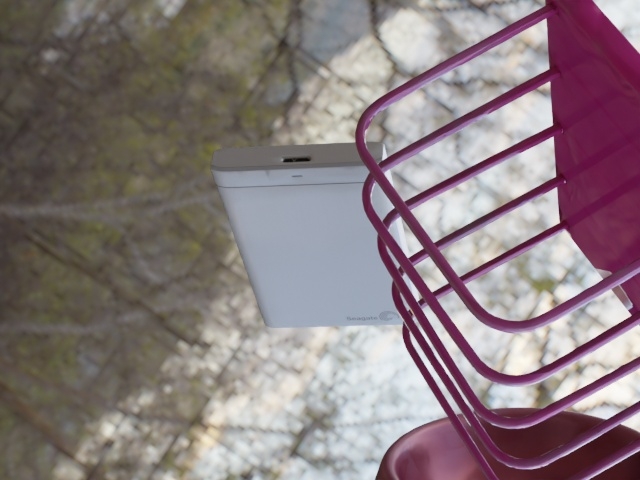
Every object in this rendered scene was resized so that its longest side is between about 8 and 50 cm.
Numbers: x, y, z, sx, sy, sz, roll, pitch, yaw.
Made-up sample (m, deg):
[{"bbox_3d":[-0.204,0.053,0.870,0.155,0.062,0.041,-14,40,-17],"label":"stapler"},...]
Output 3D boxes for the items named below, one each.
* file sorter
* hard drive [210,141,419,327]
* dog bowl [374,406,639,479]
[{"bbox_3d":[0.148,0.020,1.053,0.182,0.202,0.290,-29,149,-7],"label":"file sorter"},{"bbox_3d":[0.000,0.000,2.235,0.353,0.233,0.047,74,18,-50],"label":"hard drive"},{"bbox_3d":[0.239,0.321,1.853,0.408,0.408,0.150,-90,178,-75],"label":"dog bowl"}]
